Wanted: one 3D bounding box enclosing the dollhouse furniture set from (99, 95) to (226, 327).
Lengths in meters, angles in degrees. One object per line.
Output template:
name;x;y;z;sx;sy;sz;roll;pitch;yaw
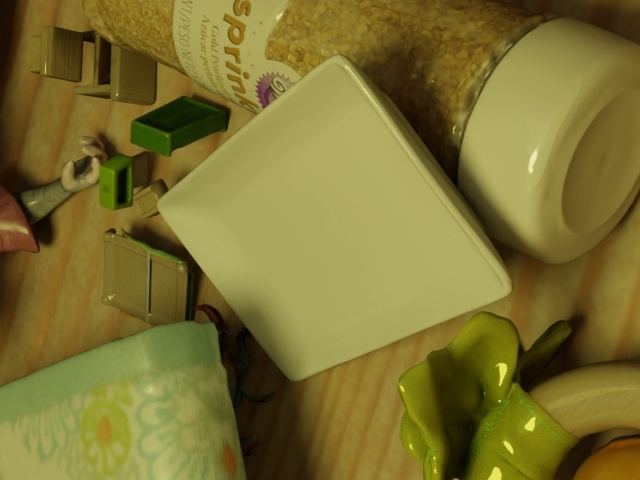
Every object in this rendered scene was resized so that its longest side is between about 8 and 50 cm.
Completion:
dollhouse furniture set;-0.102;-0.017;0.970;0.076;0.058;0.151;21;120;28

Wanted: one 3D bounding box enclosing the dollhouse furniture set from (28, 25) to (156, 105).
dollhouse furniture set;-0.162;-0.175;0.919;0.101;0.182;0.160;0;89;37

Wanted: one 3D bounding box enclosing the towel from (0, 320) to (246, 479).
towel;-0.160;0.246;0.934;0.374;0.090;0.320;-24;76;45

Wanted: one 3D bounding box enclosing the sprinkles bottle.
sprinkles bottle;0.016;-0.110;0.821;0.355;0.121;0.121;29;106;35

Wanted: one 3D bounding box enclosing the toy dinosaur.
toy dinosaur;-0.057;0.096;0.935;0.090;0.047;0.082;-131;48;-65

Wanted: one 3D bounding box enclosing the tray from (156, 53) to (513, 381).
tray;0.002;-0.006;0.801;0.145;0.030;0.270;54;151;-3

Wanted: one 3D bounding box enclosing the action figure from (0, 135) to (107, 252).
action figure;-0.319;-0.059;0.994;0.276;0.248;0.370;-6;81;37

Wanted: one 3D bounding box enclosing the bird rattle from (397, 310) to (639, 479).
bird rattle;0.134;0.155;0.727;0.207;0.143;0.253;-15;82;19
